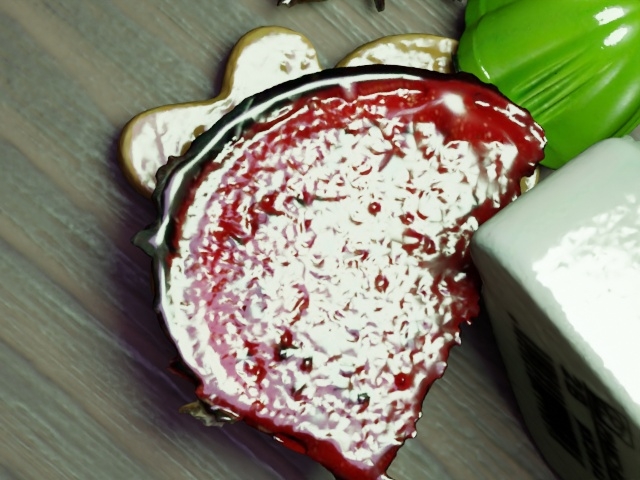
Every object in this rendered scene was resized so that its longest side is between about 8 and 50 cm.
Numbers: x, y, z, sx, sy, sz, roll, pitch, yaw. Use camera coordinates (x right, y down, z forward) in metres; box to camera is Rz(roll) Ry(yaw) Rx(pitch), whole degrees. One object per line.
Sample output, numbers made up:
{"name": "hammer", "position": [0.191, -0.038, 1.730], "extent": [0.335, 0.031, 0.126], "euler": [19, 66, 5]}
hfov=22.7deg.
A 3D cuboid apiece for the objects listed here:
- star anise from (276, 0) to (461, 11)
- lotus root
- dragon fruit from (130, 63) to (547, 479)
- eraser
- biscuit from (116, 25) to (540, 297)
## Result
{"name": "star anise", "position": [0.009, -0.261, 1.365], "extent": [0.157, 0.053, 0.212], "euler": [-32, 93, -12]}
{"name": "lotus root", "position": [0.230, -0.167, 1.308], "extent": [0.186, 0.186, 0.186], "euler": [1, 84, -10]}
{"name": "dragon fruit", "position": [0.000, 0.000, 1.263], "extent": [0.282, 0.100, 0.343], "euler": [29, 81, -10]}
{"name": "eraser", "position": [0.240, 0.079, 1.209], "extent": [0.150, 0.331, 0.331], "euler": [-33, 91, -12]}
{"name": "biscuit", "position": [0.013, -0.055, 1.346], "extent": [0.355, 0.052, 0.275], "euler": [-18, 92, -13]}
